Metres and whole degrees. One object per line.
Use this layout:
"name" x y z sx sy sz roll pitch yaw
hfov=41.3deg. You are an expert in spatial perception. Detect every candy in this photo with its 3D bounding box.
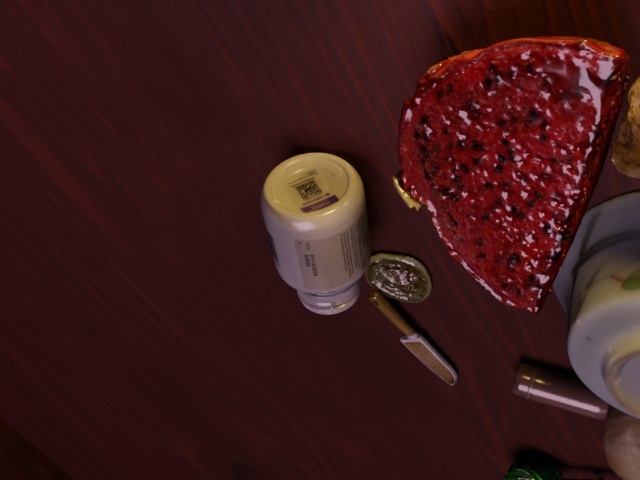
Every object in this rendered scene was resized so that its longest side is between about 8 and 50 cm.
"candy" 0.474 0.417 1.432 0.323 0.097 0.097 -5 134 24

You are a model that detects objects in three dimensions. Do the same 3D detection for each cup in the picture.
"cup" 0.435 0.113 1.005 0.347 0.163 0.347 16 142 13

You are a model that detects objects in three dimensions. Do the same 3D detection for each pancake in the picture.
"pancake" 0.113 0.055 1.242 0.108 0.017 0.108 14 138 13

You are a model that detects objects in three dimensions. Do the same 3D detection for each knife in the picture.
"knife" 0.149 0.156 1.340 0.046 0.022 0.256 -11 134 43

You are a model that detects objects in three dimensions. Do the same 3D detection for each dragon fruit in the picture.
"dragon fruit" 0.198 -0.109 0.898 0.205 0.152 0.317 24 133 19

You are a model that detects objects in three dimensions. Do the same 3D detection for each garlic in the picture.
"garlic" 0.558 0.266 1.167 0.338 0.151 0.196 -8 165 30

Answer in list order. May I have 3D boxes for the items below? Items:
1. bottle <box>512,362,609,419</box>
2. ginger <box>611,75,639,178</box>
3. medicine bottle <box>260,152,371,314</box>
"bottle" 0.360 0.226 1.272 0.140 0.053 0.053 14 142 15
"ginger" 0.460 -0.068 0.763 0.375 0.166 0.236 28 142 25
"medicine bottle" 0.000 0.000 1.142 0.135 0.135 0.215 11 141 19
